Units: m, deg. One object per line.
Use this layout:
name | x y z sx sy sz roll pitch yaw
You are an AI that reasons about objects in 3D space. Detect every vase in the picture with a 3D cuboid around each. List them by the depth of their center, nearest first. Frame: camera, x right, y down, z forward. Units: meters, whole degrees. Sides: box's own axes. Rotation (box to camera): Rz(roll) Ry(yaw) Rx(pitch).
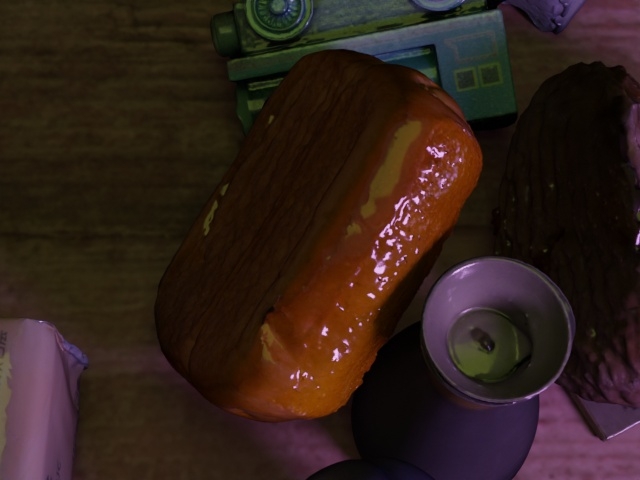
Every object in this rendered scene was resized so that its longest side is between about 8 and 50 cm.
vase | 0.122 0.120 1.316 0.173 0.321 0.173 1 70 -2

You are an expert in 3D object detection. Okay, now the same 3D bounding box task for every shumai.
shumai | 0.329 -0.006 1.453 0.283 0.217 0.346 5 56 -31

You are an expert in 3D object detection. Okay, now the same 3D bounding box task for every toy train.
toy train | 0.047 -0.186 1.517 0.298 0.120 0.194 -10 95 3

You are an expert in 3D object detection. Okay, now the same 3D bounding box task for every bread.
bread | 0.007 0.004 1.331 0.148 0.328 0.337 30 90 -22

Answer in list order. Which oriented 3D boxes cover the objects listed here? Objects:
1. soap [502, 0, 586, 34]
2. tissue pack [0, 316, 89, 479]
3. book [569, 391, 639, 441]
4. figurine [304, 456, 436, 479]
soap | 0.285 -0.349 1.583 0.094 0.150 0.261 36 72 14
tissue pack | -0.388 0.270 1.295 0.332 0.205 0.404 2 70 1
book | 0.341 0.047 1.513 0.283 0.025 0.215 -29 73 -11
figurine | 0.011 0.292 1.305 0.175 0.265 0.197 52 48 0
